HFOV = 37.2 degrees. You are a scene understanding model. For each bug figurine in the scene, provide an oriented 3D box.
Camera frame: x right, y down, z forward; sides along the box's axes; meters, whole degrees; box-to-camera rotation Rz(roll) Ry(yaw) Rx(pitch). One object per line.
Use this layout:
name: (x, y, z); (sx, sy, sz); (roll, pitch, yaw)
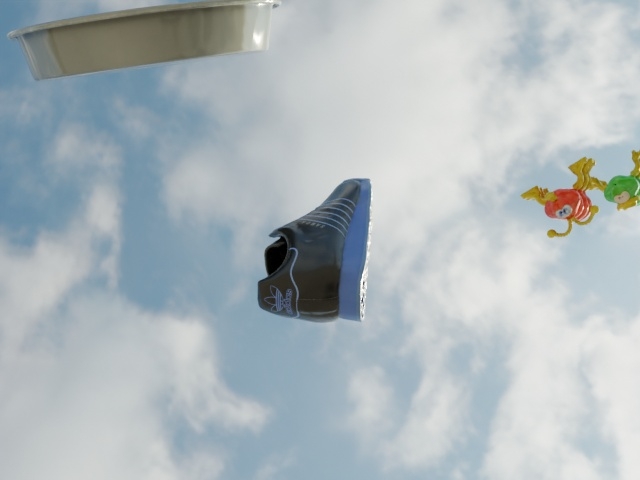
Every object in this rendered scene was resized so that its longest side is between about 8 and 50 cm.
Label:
bug figurine: (0.377, -0.089, 1.068); (0.279, 0.216, 0.072); (-34, -108, 32)

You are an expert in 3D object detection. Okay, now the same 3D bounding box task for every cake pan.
cake pan: (-0.184, -0.215, 1.029); (0.293, 0.293, 0.054); (-10, -79, -8)

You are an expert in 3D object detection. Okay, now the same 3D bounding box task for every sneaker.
sneaker: (0.000, 0.000, 0.860); (0.091, 0.232, 0.081); (3, -67, 4)
